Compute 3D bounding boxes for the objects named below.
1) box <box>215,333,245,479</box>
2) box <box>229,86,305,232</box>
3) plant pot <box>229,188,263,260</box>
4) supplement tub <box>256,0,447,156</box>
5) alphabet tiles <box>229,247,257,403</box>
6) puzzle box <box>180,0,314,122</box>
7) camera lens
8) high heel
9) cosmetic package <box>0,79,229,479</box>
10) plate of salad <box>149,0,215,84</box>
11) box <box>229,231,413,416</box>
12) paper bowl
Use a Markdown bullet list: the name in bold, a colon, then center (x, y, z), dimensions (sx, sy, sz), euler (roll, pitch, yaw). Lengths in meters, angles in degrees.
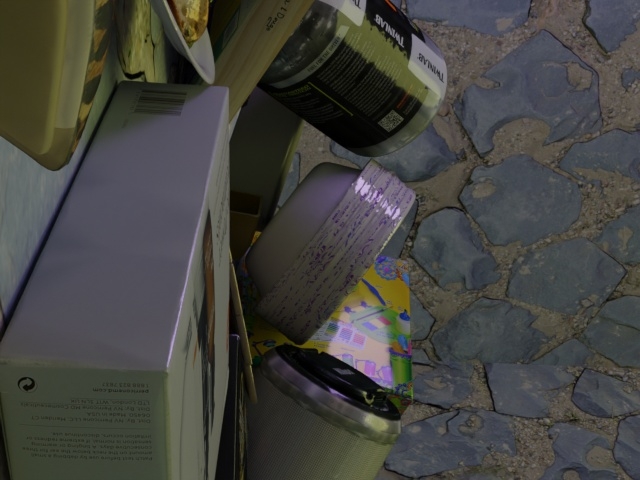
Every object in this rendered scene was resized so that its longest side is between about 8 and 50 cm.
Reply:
- **box**: center (-0.130, 0.310, 1.164), dimensions (0.395, 0.097, 0.318), euler (97, -4, -65)
- **box**: center (-0.083, -0.160, 1.644), dimensions (0.113, 0.094, 0.275), euler (95, 13, -77)
- **plant pot**: center (-0.131, -0.020, 1.530), dimensions (0.081, 0.081, 0.083), euler (-89, -170, -66)
- **supplement tub**: center (0.008, -0.270, 1.472), dimensions (0.338, 0.207, 0.207), euler (31, 53, -46)
- **alphabet tiles**: center (-0.118, 0.036, 1.312), dimensions (0.342, 0.011, 0.285), euler (-145, -136, -80)
- **puzzle box**: center (-0.038, -0.320, 1.123), dimensions (0.409, 0.052, 0.272), euler (-48, -150, 42)
- **camera lens**: center (-0.033, 0.299, 1.484), dimensions (0.274, 0.219, 0.219), euler (-61, -177, 4)
- **high heel**: center (-0.104, -0.172, 0.377), dimensions (0.186, 0.093, 0.261), euler (-79, 165, -49)
- **cosmetic package**: center (-0.122, 0.090, 0.750), dimensions (0.377, 0.097, 0.285), euler (-89, -176, -60)
- **plate of salad**: center (-0.108, -0.217, 0.813), dimensions (0.200, 0.048, 0.200), euler (-19, 90, -85)
- **box**: center (-0.015, 0.158, 1.741), dimensions (0.177, 0.289, 0.279), euler (117, -18, -47)
- **paper bowl**: center (0.000, 0.000, 1.555), dimensions (0.284, 0.148, 0.284), euler (-52, 180, 1)
